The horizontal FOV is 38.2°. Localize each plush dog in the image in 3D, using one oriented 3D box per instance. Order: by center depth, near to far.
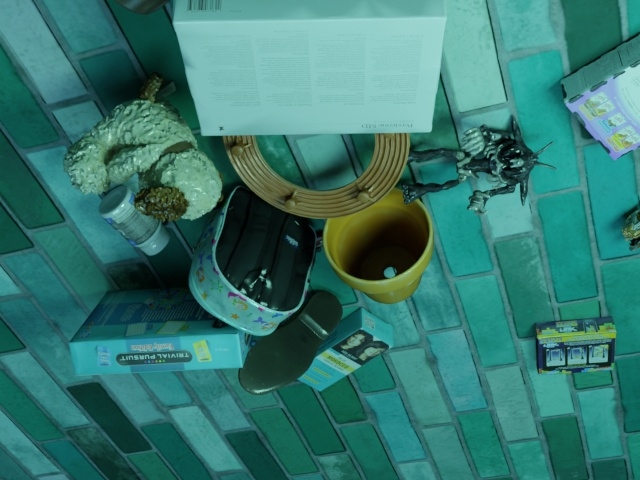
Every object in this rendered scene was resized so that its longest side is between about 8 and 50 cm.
[{"bbox_3d":[-0.256,-0.133,1.549,0.225,0.262,0.210,48,120,8],"label":"plush dog"}]

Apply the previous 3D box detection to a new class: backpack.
[{"bbox_3d":[-0.135,0.053,1.751,0.225,0.253,0.191,31,127,-20],"label":"backpack"}]

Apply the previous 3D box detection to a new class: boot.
[{"bbox_3d":[-0.074,0.228,1.927,0.112,0.305,0.115,50,138,-1],"label":"boot"}]

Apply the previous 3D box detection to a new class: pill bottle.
[{"bbox_3d":[-0.360,-0.036,1.805,0.078,0.078,0.137,-22,130,24],"label":"pill bottle"}]

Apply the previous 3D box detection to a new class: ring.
[{"bbox_3d":[-0.013,-0.177,1.615,0.336,0.032,0.337,7,124,10],"label":"ring"}]

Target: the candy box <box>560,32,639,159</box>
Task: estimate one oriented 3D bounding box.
[{"bbox_3d":[0.533,-0.248,1.549,0.196,0.070,0.165,-30,127,30],"label":"candy box"}]

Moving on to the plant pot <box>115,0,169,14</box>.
[{"bbox_3d":[-0.235,-0.425,1.348,0.167,0.167,0.165,35,135,-29],"label":"plant pot"}]

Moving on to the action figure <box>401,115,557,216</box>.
[{"bbox_3d":[0.273,-0.125,1.632,0.275,0.141,0.164,-7,103,16],"label":"action figure"}]

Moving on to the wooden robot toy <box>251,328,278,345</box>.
[{"bbox_3d":[-0.095,0.210,2.045,0.079,0.076,0.173,-19,133,29],"label":"wooden robot toy"}]

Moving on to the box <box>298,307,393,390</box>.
[{"bbox_3d":[0.046,0.250,2.095,0.100,0.060,0.244,32,129,-27],"label":"box"}]

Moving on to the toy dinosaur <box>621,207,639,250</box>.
[{"bbox_3d":[0.742,-0.023,1.728,0.322,0.164,0.218,-5,123,38],"label":"toy dinosaur"}]

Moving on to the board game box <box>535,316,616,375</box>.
[{"bbox_3d":[0.568,0.237,2.066,0.170,0.048,0.141,-5,133,9],"label":"board game box"}]

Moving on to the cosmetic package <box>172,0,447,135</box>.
[{"bbox_3d":[-0.011,-0.272,1.390,0.377,0.097,0.284,-1,151,1],"label":"cosmetic package"}]

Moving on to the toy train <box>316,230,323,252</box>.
[{"bbox_3d":[0.000,0.000,1.864,0.158,0.027,0.036,-27,118,28],"label":"toy train"}]

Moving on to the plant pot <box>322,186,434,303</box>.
[{"bbox_3d":[0.121,0.028,1.780,0.205,0.205,0.188,-6,152,9],"label":"plant pot"}]

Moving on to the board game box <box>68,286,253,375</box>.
[{"bbox_3d":[-0.307,0.178,1.893,0.336,0.254,0.079,-3,110,7],"label":"board game box"}]
